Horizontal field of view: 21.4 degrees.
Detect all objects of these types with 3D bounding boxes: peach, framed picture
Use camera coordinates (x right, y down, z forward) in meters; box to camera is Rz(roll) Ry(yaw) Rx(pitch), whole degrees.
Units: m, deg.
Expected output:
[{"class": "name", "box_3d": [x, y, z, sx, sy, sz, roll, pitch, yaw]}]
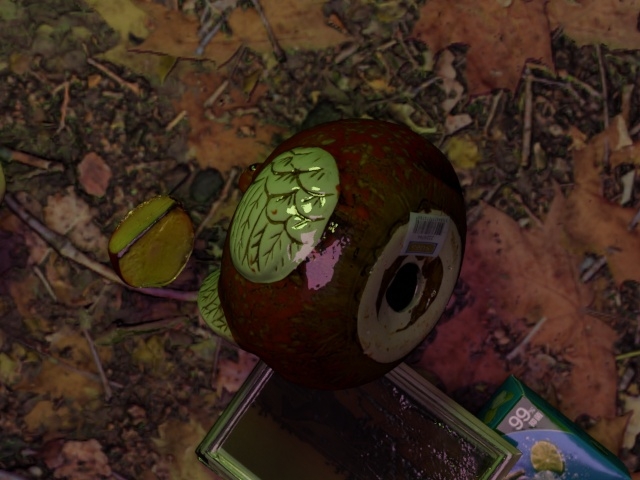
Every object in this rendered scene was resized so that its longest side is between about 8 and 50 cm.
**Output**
[{"class": "peach", "box_3d": [-0.156, -0.003, 1.548, 0.077, 0.050, 0.083, 2, 112, -26]}, {"class": "framed picture", "box_3d": [0.031, 0.198, 1.570, 0.252, 0.014, 0.197, 37, 99, 12]}]

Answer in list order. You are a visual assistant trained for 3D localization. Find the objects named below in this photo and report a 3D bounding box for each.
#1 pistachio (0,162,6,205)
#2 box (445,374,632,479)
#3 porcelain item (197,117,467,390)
[{"class": "pistachio", "box_3d": [-0.387, -0.047, 1.499, 0.223, 0.126, 0.152, 0, 67, 3]}, {"class": "box", "box_3d": [0.177, 0.247, 1.598, 0.139, 0.073, 0.194, 38, 98, -8]}, {"class": "porcelain item", "box_3d": [0.000, 0.000, 1.495, 0.253, 0.253, 0.253, 0, 101, -2]}]
